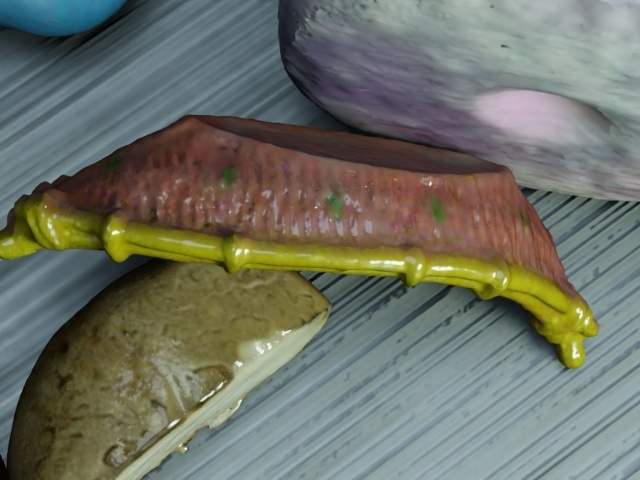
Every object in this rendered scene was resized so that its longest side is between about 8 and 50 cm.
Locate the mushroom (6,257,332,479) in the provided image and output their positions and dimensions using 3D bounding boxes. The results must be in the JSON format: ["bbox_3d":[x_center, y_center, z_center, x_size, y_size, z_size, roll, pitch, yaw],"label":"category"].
[{"bbox_3d":[-0.093,0.072,0.958,0.209,0.072,0.094,-38,72,-9],"label":"mushroom"}]

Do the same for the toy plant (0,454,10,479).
[{"bbox_3d":[-0.248,0.150,0.899,0.235,0.175,0.218,29,68,34],"label":"toy plant"}]

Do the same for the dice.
[{"bbox_3d":[0.132,-0.184,0.921,0.270,0.270,0.271,13,76,2],"label":"dice"}]

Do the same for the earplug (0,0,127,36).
[{"bbox_3d":[-0.222,-0.190,0.996,0.273,0.132,0.132,20,77,1],"label":"earplug"}]

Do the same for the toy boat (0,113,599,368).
[{"bbox_3d":[0.003,-0.006,0.928,0.317,0.141,0.099,11,104,-18],"label":"toy boat"}]
